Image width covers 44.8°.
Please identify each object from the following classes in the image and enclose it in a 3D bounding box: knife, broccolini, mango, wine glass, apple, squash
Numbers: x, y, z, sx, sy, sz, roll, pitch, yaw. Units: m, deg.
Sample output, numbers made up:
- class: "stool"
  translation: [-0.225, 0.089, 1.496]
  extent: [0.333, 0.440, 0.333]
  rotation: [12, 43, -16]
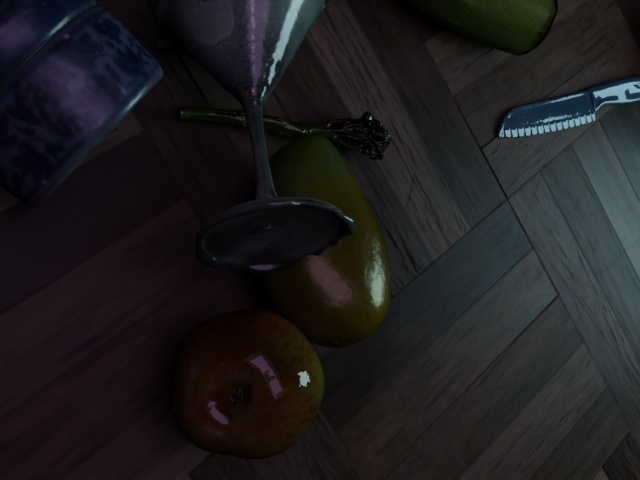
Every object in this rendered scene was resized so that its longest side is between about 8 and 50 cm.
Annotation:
- class: "knife"
  translation: [0.330, -0.168, 0.965]
  extent: [0.313, 0.019, 0.044]
  rotation: [-17, 95, -29]
- class: "broccolini"
  translation: [-0.028, -0.103, 0.731]
  extent: [0.218, 0.044, 0.042]
  rotation: [-1, 125, -28]
- class: "mango"
  translation: [0.000, 0.000, 0.702]
  extent: [0.130, 0.092, 0.194]
  rotation: [0, 79, -29]
- class: "wine glass"
  translation: [-0.051, -0.100, 0.612]
  extent: [0.156, 0.156, 0.232]
  rotation: [4, 63, -30]
- class: "apple"
  translation: [-0.058, 0.117, 0.636]
  extent: [0.126, 0.102, 0.126]
  rotation: [0, 89, 0]
- class: "squash"
  translation: [0.155, -0.267, 0.832]
  extent: [0.188, 0.095, 0.095]
  rotation: [12, 78, -25]

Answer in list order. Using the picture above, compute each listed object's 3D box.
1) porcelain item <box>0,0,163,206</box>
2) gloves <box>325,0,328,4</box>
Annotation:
- class: "porcelain item"
  translation: [-0.202, -0.111, 0.563]
  extent: [0.114, 0.147, 0.147]
  rotation: [44, 65, -18]
- class: "gloves"
  translation: [-0.012, -0.307, 0.721]
  extent: [0.135, 0.107, 0.268]
  rotation: [35, 78, 0]
